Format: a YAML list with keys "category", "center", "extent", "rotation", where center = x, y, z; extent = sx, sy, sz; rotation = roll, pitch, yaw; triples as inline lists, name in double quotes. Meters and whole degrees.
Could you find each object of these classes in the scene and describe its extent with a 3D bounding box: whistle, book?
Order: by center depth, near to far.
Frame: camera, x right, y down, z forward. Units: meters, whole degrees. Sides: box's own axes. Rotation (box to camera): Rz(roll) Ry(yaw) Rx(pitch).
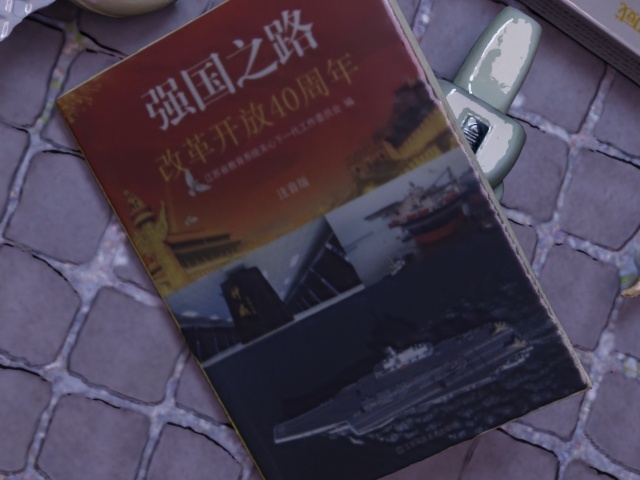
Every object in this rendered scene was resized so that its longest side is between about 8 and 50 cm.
- category: "book"
  center: [0.000, 0.000, 0.854]
  extent: [0.263, 0.028, 0.373]
  rotation: [-27, 96, 16]
- category: "whistle"
  center: [0.101, -0.070, 0.900]
  extent: [0.110, 0.092, 0.244]
  rotation: [28, 85, -7]

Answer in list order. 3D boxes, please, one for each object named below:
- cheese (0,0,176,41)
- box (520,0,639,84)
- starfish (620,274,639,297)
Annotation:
- category: "cheese"
  center: [-0.171, -0.229, 0.795]
  extent: [0.249, 0.071, 0.163]
  rotation: [-28, 118, -48]
- category: "box"
  center: [0.202, -0.292, 0.939]
  extent: [0.343, 0.065, 0.200]
  rotation: [32, 82, -11]
- category: "starfish"
  center: [0.399, -0.033, 0.987]
  extent: [0.299, 0.060, 0.302]
  rotation: [6, 80, -7]
